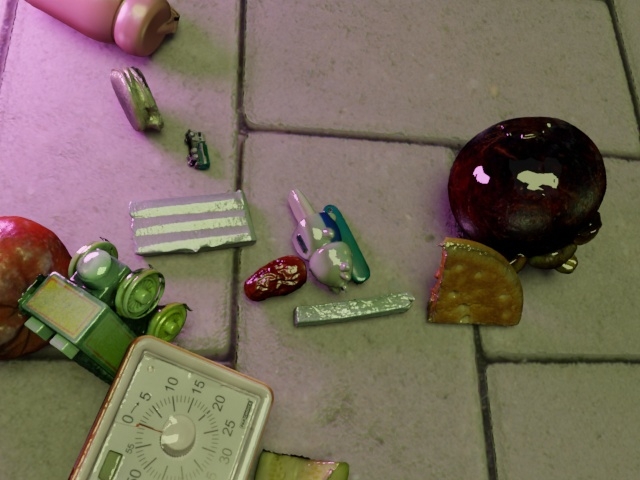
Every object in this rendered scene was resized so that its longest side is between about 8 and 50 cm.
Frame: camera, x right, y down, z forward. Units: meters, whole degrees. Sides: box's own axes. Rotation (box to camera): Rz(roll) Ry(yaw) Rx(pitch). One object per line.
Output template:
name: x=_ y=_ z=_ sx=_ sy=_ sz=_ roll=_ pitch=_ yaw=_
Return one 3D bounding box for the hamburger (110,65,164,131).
hamburger: x=-0.372 y=-0.287 z=1.255 sx=0.063 sy=0.139 sz=0.133 roll=-27 pitch=43 yaw=-20

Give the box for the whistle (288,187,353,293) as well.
whistle: x=0.000 y=0.000 z=1.235 sx=0.092 sy=0.110 sz=0.244 roll=-15 pitch=64 yaw=-27

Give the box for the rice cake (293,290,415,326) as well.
rice cake: x=0.067 y=0.137 z=1.227 sx=0.246 sy=0.045 sz=0.042 roll=-7 pitch=68 yaw=-14

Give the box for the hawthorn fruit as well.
hawthorn fruit: x=-0.555 y=0.067 z=1.052 sx=0.272 sy=0.241 sz=0.241 roll=22 pitch=63 yaw=27

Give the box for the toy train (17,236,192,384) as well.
toy train: x=-0.346 y=0.125 z=1.027 sx=0.159 sy=0.271 sz=0.188 roll=27 pitch=65 yaw=22

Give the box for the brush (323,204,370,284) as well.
brush: x=0.051 y=0.008 z=1.287 sx=0.043 sy=0.032 sz=0.193 roll=-18 pitch=62 yaw=-12

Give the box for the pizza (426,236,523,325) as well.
pizza: x=0.296 y=0.099 z=1.242 sx=0.292 sy=0.197 sz=0.058 roll=40 pitch=23 yaw=-28

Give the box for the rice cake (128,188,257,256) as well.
rice cake: x=-0.252 y=-0.031 z=1.229 sx=0.237 sy=0.043 sz=0.127 roll=-8 pitch=72 yaw=-14

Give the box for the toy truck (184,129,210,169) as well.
toy truck: x=-0.256 y=-0.189 z=1.294 sx=0.044 sy=0.039 sz=0.083 roll=-2 pitch=70 yaw=-30

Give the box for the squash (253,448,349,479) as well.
squash: x=-0.042 y=0.492 z=1.032 sx=0.170 sy=0.093 sz=0.251 roll=-5 pitch=61 yaw=35

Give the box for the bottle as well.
bottle: x=-0.459 y=-0.520 z=1.317 sx=0.297 sy=0.173 sz=0.206 roll=29 pitch=32 yaw=1

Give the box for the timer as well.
timer: x=-0.244 y=0.310 z=0.986 sx=0.250 sy=0.161 sz=0.257 roll=36 pitch=62 yaw=-34

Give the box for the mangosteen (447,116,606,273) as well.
mangosteen: x=0.415 y=-0.096 z=1.267 sx=0.331 sy=0.330 sz=0.329 roll=4 pitch=68 yaw=-10

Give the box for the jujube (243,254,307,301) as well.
jujube: x=-0.087 y=0.077 z=1.204 sx=0.129 sy=0.077 sz=0.077 roll=-25 pitch=76 yaw=-14
